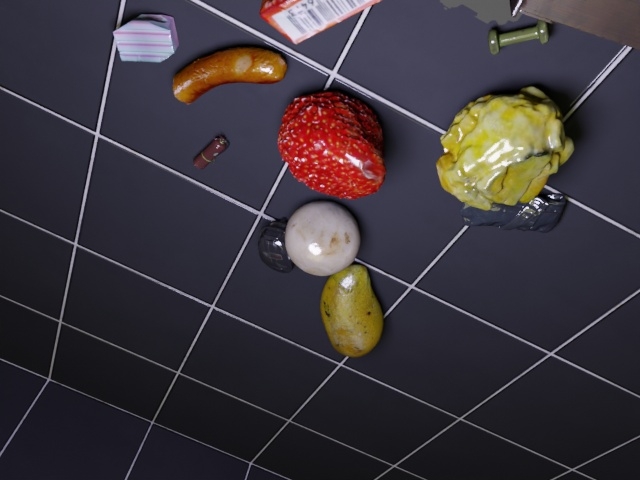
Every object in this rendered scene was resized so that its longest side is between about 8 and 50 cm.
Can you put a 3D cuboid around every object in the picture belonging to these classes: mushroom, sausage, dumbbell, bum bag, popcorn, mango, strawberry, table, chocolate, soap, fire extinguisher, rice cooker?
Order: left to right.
[{"bbox_3d":[-0.398,-0.468,1.355,0.149,0.056,0.100,5,135,12],"label":"soap"},{"bbox_3d":[-0.285,-0.235,1.549,0.056,0.039,0.132,13,145,-44],"label":"fire extinguisher"},{"bbox_3d":[-0.223,-0.390,1.364,0.302,0.076,0.103,-8,137,24],"label":"sausage"},{"bbox_3d":[-0.115,0.017,1.683,0.112,0.106,0.165,13,132,20],"label":"rice cooker"},{"bbox_3d":[0.000,0.000,1.598,0.207,0.207,0.215,23,164,-5],"label":"mushroom"},{"bbox_3d":[0.019,-0.503,1.092,0.237,0.235,0.108,-20,137,29],"label":"chocolate"},{"bbox_3d":[0.029,-0.205,1.351,0.261,0.257,0.261,4,138,3],"label":"strawberry"},{"bbox_3d":[0.090,0.218,1.778,0.176,0.175,0.329,-31,130,-16],"label":"mango"},{"bbox_3d":[0.398,-0.195,1.274,0.252,0.215,0.286,39,127,-11],"label":"popcorn"},{"bbox_3d":[0.476,-0.077,1.461,0.248,0.060,0.123,11,135,4],"label":"bum bag"},{"bbox_3d":[0.399,-0.412,1.183,0.118,0.046,0.052,-7,135,22],"label":"dumbbell"},{"bbox_3d":[0.486,-0.465,0.971,0.282,0.250,0.196,18,133,-2],"label":"table"}]
